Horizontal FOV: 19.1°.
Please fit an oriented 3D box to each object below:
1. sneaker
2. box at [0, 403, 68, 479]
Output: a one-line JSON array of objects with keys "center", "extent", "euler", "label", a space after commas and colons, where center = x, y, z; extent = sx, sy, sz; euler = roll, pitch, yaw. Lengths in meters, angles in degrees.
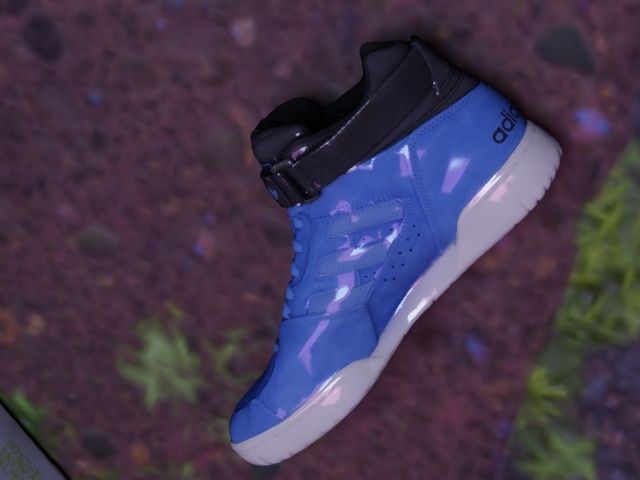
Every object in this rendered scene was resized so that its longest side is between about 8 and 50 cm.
[{"center": [0.000, 0.000, 0.633], "extent": [0.084, 0.058, 0.152], "euler": [39, 107, -10], "label": "sneaker"}, {"center": [-0.231, 0.019, 0.594], "extent": [0.058, 0.232, 0.322], "euler": [-36, 98, 18], "label": "box"}]
